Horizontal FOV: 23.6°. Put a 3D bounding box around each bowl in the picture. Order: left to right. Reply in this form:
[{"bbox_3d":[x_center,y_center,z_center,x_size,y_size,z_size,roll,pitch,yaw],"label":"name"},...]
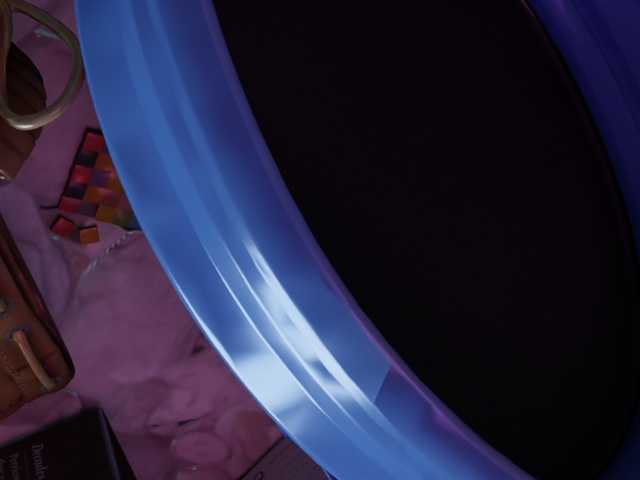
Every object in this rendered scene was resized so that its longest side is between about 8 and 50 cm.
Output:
[{"bbox_3d":[0.062,-0.055,0.639,0.077,0.391,0.391,-29,131,36],"label":"bowl"}]

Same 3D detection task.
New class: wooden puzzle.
[{"bbox_3d":[-0.108,-0.031,0.807,0.049,0.006,0.083,12,116,-25],"label":"wooden puzzle"}]

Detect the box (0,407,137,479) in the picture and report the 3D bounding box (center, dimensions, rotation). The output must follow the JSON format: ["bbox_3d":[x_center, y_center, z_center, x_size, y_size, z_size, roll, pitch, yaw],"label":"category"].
[{"bbox_3d":[-0.174,0.236,0.854,0.203,0.167,0.168,-22,125,-5],"label":"box"}]

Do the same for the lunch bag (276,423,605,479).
[{"bbox_3d":[0.000,0.000,0.726,0.138,0.221,0.293,-35,125,11],"label":"lunch bag"}]

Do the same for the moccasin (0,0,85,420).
[{"bbox_3d":[-0.180,-0.062,0.682,0.147,0.139,0.380,-14,125,-11],"label":"moccasin"}]

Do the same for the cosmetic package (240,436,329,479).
[{"bbox_3d":[0.059,0.255,0.910,0.224,0.224,0.138,36,104,-32],"label":"cosmetic package"}]
